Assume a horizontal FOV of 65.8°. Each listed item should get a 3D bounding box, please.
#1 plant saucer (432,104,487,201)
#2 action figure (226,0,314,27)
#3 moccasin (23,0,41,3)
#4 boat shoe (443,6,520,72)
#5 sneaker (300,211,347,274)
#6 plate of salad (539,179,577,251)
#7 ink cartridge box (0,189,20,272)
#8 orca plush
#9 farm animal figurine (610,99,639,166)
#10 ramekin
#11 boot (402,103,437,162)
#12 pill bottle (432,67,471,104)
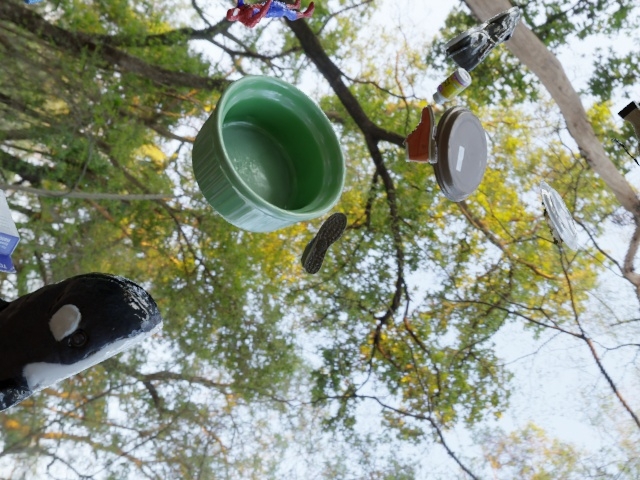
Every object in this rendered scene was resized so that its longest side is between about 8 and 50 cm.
[{"bbox_3d":[0.415,-0.252,1.442,0.041,0.277,0.278,7,-96,45],"label":"plant saucer"},{"bbox_3d":[-0.136,-0.657,1.332,0.091,0.280,0.139,43,-37,22],"label":"action figure"},{"bbox_3d":[-0.684,-0.679,1.114,0.137,0.117,0.342,-34,-115,-11],"label":"moccasin"},{"bbox_3d":[0.454,-0.547,1.356,0.112,0.335,0.096,-13,-70,55],"label":"boat shoe"},{"bbox_3d":[0.000,0.000,1.395,0.192,0.064,0.086,-60,-159,-2],"label":"sneaker"},{"bbox_3d":[0.601,-0.061,1.268,0.048,0.199,0.200,-29,-121,35],"label":"plate of salad"},{"bbox_3d":[-0.670,-0.052,0.891,0.045,0.223,0.224,-47,-122,10],"label":"ink cartridge box"},{"bbox_3d":[-0.261,0.073,0.407,0.287,0.151,0.102,-22,-85,35],"label":"orca plush"},{"bbox_3d":[0.597,-0.202,0.720,0.172,0.330,0.327,60,-26,14],"label":"farm animal figurine"},{"bbox_3d":[-0.109,-0.163,1.005,0.148,0.303,0.304,-26,-119,46],"label":"ramekin"},{"bbox_3d":[0.245,-0.265,1.221,0.084,0.059,0.158,-1,-109,20],"label":"boot"},{"bbox_3d":[0.284,-0.333,1.079,0.083,0.043,0.044,-38,-127,47],"label":"pill bottle"}]
